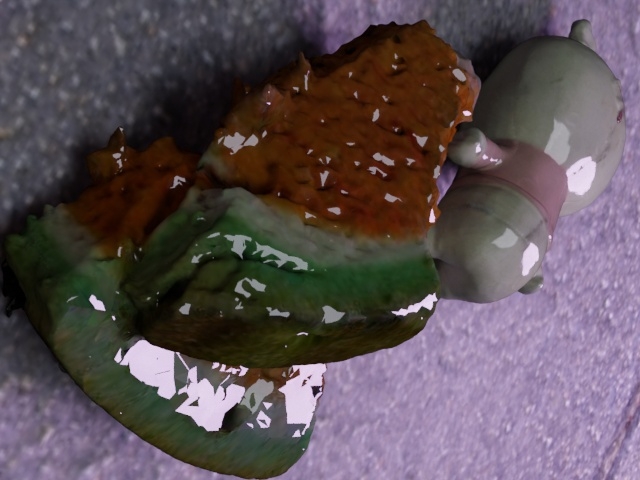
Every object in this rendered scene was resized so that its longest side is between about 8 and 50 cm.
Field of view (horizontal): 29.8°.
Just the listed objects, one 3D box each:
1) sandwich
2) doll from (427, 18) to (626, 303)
[{"bbox_3d":[0.000,0.000,0.687,0.301,0.162,0.250,-53,141,-15],"label":"sandwich"},{"bbox_3d":[0.150,-0.052,0.865,0.275,0.113,0.155,-45,131,-25],"label":"doll"}]
